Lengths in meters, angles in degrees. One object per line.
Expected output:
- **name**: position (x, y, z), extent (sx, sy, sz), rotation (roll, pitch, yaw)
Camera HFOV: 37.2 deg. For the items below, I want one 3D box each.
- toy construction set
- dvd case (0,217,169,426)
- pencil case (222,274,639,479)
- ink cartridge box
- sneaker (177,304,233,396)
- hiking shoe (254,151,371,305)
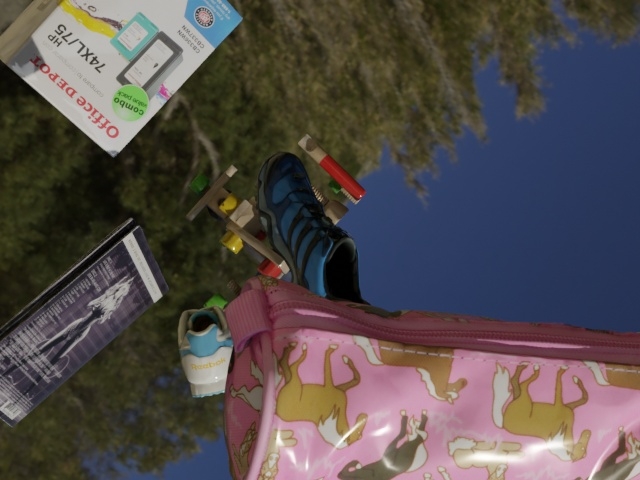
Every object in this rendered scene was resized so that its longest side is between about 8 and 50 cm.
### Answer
- **toy construction set**: position (-0.105, -0.062, 1.630), extent (0.309, 0.237, 0.257), rotation (-45, 179, 18)
- **dvd case**: position (-0.254, 0.087, 0.964), extent (0.221, 0.018, 0.164), rotation (-42, 160, -16)
- **pencil case**: position (0.117, 0.119, 0.687), extent (0.160, 0.386, 0.167), rotation (177, -82, -79)
- **ink cartridge box**: position (-0.293, -0.294, 1.352), extent (0.270, 0.198, 0.197), rotation (-48, -151, -3)
- **sneaker**: position (-0.146, 0.128, 1.269), extent (0.229, 0.087, 0.092), rotation (-133, -149, -76)
- **hiking shoe**: position (0.000, 0.000, 1.390), extent (0.132, 0.113, 0.304), rotation (-28, -107, 41)
